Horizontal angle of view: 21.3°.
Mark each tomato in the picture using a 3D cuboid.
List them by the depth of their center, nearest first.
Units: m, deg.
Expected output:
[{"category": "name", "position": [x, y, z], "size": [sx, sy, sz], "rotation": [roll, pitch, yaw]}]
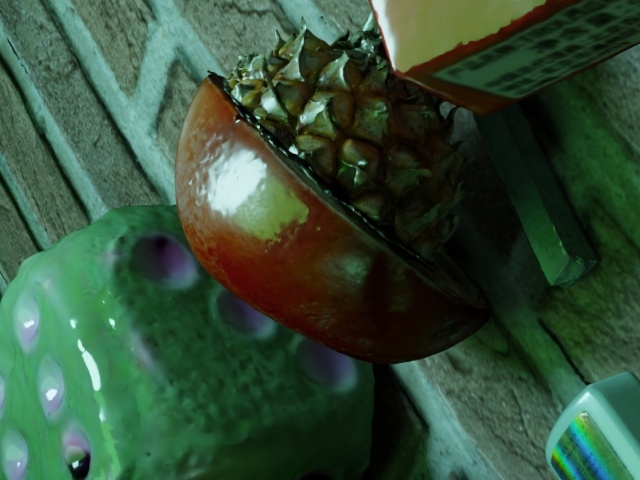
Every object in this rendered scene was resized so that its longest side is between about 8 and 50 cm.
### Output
[{"category": "tomato", "position": [-0.010, 0.006, 1.530], "size": [0.144, 0.338, 0.338], "rotation": [-51, 49, 9]}]

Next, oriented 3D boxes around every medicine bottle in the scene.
[{"category": "medicine bottle", "position": [0.277, 0.229, 1.383], "size": [0.229, 0.083, 0.121], "rotation": [57, 148, 29]}]

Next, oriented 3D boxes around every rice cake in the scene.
[{"category": "rice cake", "position": [0.179, -0.059, 1.479], "size": [0.043, 0.034, 0.211], "rotation": [-42, 64, 47]}]

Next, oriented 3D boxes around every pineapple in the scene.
[{"category": "pineapple", "position": [0.092, -0.158, 1.412], "size": [0.272, 0.262, 0.262], "rotation": [-50, 50, 10]}]

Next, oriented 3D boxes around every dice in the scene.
[{"category": "dice", "position": [-0.157, 0.168, 1.802], "size": [0.318, 0.330, 0.322], "rotation": [-54, 49, 39]}]

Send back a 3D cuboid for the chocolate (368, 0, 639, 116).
[{"category": "chocolate", "position": [0.163, -0.305, 1.181], "size": [0.360, 0.161, 0.341], "rotation": [-25, 80, 37]}]
